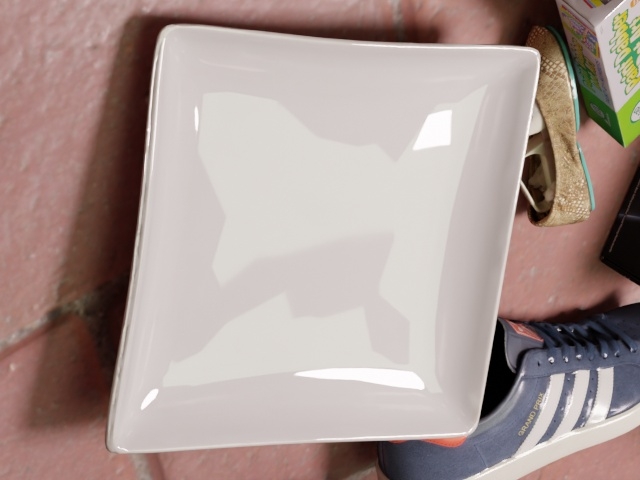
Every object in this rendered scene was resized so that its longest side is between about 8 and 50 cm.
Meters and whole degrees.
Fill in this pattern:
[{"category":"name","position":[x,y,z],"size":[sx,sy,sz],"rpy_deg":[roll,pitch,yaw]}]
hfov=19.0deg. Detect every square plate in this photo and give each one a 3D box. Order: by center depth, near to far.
[{"category":"square plate","position":[0.000,0.000,1.545],"size":[0.347,0.049,0.344],"rpy_deg":[0,106,-29]}]

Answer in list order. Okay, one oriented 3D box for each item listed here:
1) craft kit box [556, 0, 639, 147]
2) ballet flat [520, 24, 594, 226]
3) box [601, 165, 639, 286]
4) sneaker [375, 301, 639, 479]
[{"category":"craft kit box","position":[0.318,-0.224,1.637],"size":[0.246,0.061,0.250],"rpy_deg":[-41,155,-2]},{"category":"ballet flat","position":[0.194,-0.091,1.679],"size":[0.067,0.073,0.206],"rpy_deg":[-23,124,-9]},{"category":"box","position":[0.367,-0.026,1.793],"size":[0.077,0.147,0.180],"rpy_deg":[10,108,-41]},{"category":"sneaker","position":[0.200,0.114,1.755],"size":[0.350,0.131,0.148],"rpy_deg":[-27,124,-28]}]
